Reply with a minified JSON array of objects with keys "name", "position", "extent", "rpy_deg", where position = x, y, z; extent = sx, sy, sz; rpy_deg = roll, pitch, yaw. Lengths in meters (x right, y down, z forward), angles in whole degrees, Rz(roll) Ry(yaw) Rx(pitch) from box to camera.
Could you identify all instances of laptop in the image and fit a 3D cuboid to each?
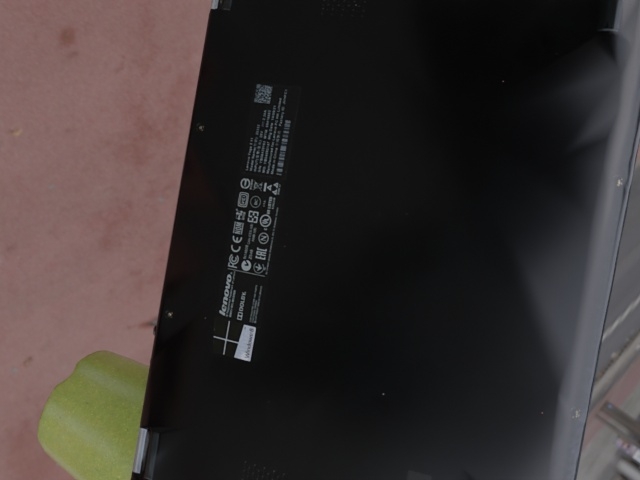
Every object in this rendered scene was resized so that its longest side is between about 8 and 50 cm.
[{"name":"laptop","position":[0.000,0.000,0.541],"extent":[0.236,0.407,0.382],"rpy_deg":[5,95,-68]}]

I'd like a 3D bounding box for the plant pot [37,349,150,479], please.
[{"name":"plant pot","position":[-0.275,0.301,1.109],"extent":[0.276,0.253,0.276],"rpy_deg":[-54,159,-32]}]
